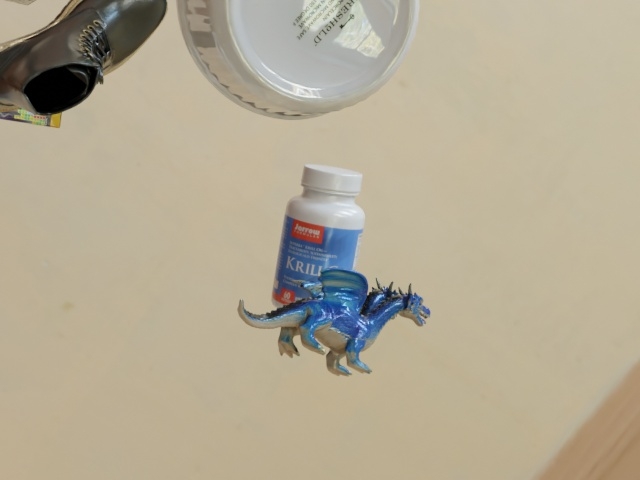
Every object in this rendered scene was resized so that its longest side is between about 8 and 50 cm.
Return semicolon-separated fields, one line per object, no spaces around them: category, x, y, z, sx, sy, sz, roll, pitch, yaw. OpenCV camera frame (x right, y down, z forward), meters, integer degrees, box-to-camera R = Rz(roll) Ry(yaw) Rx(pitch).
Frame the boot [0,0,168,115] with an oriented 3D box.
boot;-0.191;-0.161;0.930;0.198;0.077;0.137;-39;-149;-21

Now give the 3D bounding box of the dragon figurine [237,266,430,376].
dragon figurine;0.010;0.084;1.392;0.085;0.289;0.144;-20;-127;54

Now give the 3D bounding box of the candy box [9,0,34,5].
candy box;-0.404;-0.454;1.587;0.233;0.071;0.159;-8;-100;48

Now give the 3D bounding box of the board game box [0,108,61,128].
board game box;-0.421;-0.186;1.474;0.170;0.141;0.048;-151;-112;-76

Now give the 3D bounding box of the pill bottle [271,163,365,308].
pill bottle;0.000;0.000;1.657;0.124;0.124;0.222;-145;-118;-69

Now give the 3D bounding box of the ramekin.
ramekin;-0.016;-0.261;1.184;0.273;0.273;0.127;-53;-158;1
